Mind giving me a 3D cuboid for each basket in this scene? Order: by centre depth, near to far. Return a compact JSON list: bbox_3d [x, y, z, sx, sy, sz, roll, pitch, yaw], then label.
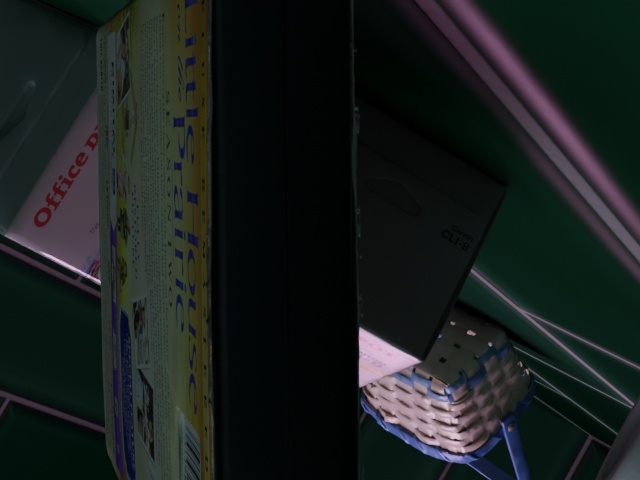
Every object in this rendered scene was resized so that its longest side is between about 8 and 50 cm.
[{"bbox_3d":[0.188,0.225,1.736,0.254,0.201,0.289,28,145,37],"label":"basket"}]

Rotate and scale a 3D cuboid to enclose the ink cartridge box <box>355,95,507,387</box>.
[{"bbox_3d":[0.013,0.008,0.781,0.128,0.127,0.176,30,160,-6],"label":"ink cartridge box"}]

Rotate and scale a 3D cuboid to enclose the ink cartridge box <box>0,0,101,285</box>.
[{"bbox_3d":[-0.218,-0.076,1.170,0.197,0.198,0.270,28,175,36],"label":"ink cartridge box"}]

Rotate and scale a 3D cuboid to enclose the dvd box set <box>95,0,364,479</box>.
[{"bbox_3d":[-0.070,0.018,0.656,0.062,0.308,0.420,-2,-175,-16],"label":"dvd box set"}]

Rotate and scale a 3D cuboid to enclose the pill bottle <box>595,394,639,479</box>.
[{"bbox_3d":[0.347,0.203,0.871,0.272,0.152,0.152,30,176,11],"label":"pill bottle"}]
